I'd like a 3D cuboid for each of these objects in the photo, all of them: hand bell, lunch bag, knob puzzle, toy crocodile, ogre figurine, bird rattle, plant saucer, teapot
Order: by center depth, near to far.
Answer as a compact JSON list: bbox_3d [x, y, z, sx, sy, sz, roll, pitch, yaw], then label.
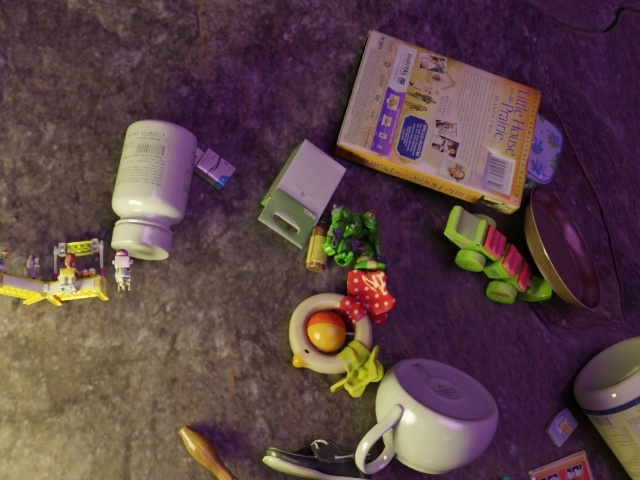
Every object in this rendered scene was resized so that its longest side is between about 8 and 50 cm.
[{"bbox_3d":[-0.162,0.420,1.350,0.242,0.126,0.126,46,61,4],"label":"hand bell"},{"bbox_3d":[0.206,0.362,1.491,0.255,0.252,0.187,19,110,0],"label":"teapot"},{"bbox_3d":[0.043,0.171,1.498,0.206,0.143,0.254,6,70,-8],"label":"bird rattle"},{"bbox_3d":[0.071,-0.002,1.567,0.197,0.097,0.118,12,64,-30],"label":"ogre figurine"},{"bbox_3d":[0.390,0.039,1.692,0.340,0.105,0.115,41,61,-31],"label":"toy crocodile"},{"bbox_3d":[0.554,0.582,1.698,0.213,0.030,0.213,7,74,-26],"label":"knob puzzle"},{"bbox_3d":[0.548,0.021,1.772,0.310,0.050,0.311,33,41,-35],"label":"plant saucer"},{"bbox_3d":[0.463,-0.231,1.832,0.219,0.090,0.176,30,64,-17],"label":"lunch bag"}]

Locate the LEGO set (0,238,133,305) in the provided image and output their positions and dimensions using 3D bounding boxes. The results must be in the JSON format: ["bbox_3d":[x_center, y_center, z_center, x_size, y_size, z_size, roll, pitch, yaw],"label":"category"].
[{"bbox_3d":[-0.460,0.038,1.280,0.286,0.132,0.107,2,67,-20],"label":"LEGO set"}]

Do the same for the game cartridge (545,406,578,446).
[{"bbox_3d":[0.546,0.420,1.745,0.083,0.017,0.056,-39,92,-29],"label":"game cartridge"}]

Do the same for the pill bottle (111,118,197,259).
[{"bbox_3d":[-0.302,-0.089,1.382,0.131,0.131,0.229,15,70,-23],"label":"pill bottle"}]

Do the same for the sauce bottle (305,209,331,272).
[{"bbox_3d":[0.000,0.000,1.563,0.042,0.042,0.128,19,70,-21],"label":"sauce bottle"}]

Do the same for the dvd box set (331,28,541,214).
[{"bbox_3d":[0.263,-0.262,1.696,0.420,0.062,0.308,18,69,-6],"label":"dvd box set"}]

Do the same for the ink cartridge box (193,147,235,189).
[{"bbox_3d":[-0.214,-0.144,1.500,0.083,0.028,0.048,36,63,-14],"label":"ink cartridge box"}]

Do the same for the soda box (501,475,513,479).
[{"bbox_3d":[0.451,0.592,1.611,0.210,0.071,0.067,45,80,-10],"label":"soda box"}]

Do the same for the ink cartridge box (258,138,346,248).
[{"bbox_3d":[-0.045,-0.089,1.552,0.109,0.062,0.209,35,64,-15],"label":"ink cartridge box"}]

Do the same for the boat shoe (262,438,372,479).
[{"bbox_3d":[-0.003,0.408,1.434,0.233,0.084,0.079,19,66,-28],"label":"boat shoe"}]

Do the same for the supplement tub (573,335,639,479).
[{"bbox_3d":[0.750,0.405,1.727,0.235,0.235,0.325,-39,96,-29],"label":"supplement tub"}]
